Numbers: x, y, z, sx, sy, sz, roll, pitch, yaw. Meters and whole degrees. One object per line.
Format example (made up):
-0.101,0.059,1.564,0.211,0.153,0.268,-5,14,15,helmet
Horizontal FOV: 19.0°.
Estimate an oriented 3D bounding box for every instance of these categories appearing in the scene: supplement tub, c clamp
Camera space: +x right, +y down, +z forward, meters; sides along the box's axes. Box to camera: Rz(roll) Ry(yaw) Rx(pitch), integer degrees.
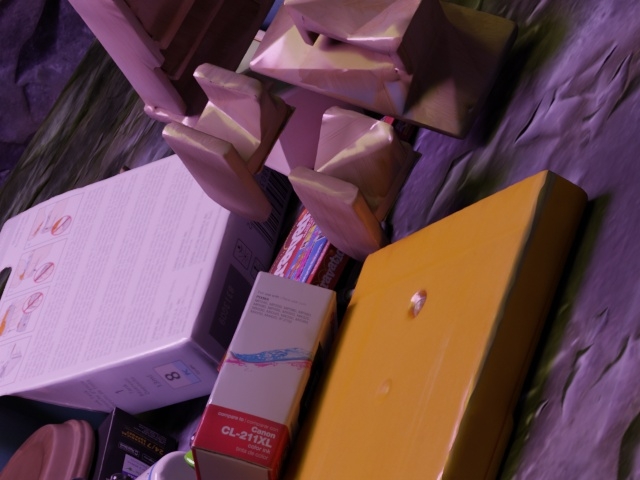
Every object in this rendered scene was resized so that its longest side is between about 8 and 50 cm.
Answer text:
-0.149,0.248,1.800,0.107,0.071,0.071,-42,24,45,supplement tub
0.013,0.038,1.777,0.137,0.022,0.160,-62,17,-10,c clamp

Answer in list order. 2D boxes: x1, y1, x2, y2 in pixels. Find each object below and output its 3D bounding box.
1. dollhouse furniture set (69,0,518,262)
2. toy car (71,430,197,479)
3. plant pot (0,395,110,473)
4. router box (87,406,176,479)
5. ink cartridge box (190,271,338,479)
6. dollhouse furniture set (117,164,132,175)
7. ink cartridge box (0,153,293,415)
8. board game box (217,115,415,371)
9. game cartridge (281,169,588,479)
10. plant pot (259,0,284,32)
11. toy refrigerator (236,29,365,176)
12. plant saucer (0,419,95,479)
-0.009,-0.186,1.775,0.362,0.394,0.256,-62,-26,-15,dollhouse furniture set
-0.109,0.227,1.689,0.239,0.053,0.225,25,64,42,toy car
-0.378,0.229,2.196,0.166,0.234,0.165,-55,18,12,plant pot
-0.272,0.354,1.951,0.309,0.081,0.243,-48,20,31,router box
-0.043,0.134,1.602,0.127,0.072,0.175,86,-158,-58,ink cartridge box
-0.269,0.063,2.415,0.262,0.135,0.259,-57,6,8,dollhouse furniture set
-0.227,0.060,2.080,0.385,0.091,0.308,-19,40,33,ink cartridge box
0.000,0.000,1.810,0.145,0.027,0.281,-39,19,51,board game box
0.068,0.125,1.450,0.285,0.052,0.324,-27,38,60,game cartridge
-0.004,-0.354,2.104,0.255,0.271,0.272,10,70,54,plant pot
-0.070,-0.160,2.022,0.102,0.094,0.269,-32,31,-19,toy refrigerator
-0.319,0.302,1.963,0.278,0.041,0.278,-52,18,24,plant saucer
